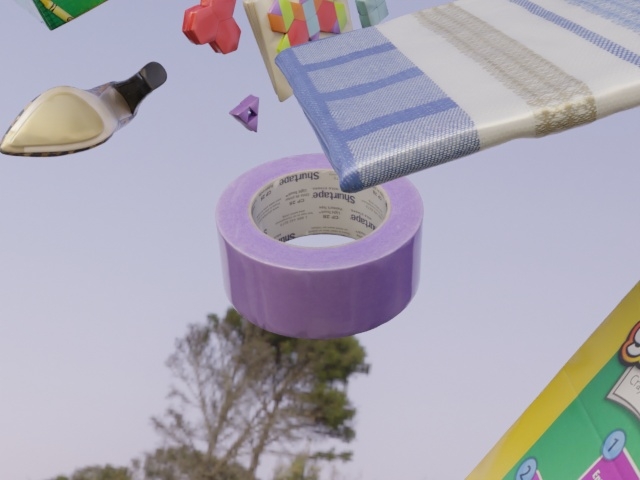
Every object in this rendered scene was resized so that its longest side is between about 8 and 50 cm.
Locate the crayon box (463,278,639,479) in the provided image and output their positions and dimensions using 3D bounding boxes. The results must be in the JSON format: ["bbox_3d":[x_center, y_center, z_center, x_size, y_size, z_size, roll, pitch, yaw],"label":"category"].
[{"bbox_3d":[0.161,0.209,0.414,0.106,0.363,0.313,33,-73,-13],"label":"crayon box"}]

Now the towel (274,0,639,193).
[{"bbox_3d":[0.127,-0.099,0.454,0.285,0.209,0.034,-17,-64,-4],"label":"towel"}]

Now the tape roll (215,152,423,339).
[{"bbox_3d":[0.000,0.000,0.830,0.189,0.189,0.080,4,-53,9],"label":"tape roll"}]

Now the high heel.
[{"bbox_3d":[-0.349,-0.159,1.250,0.186,0.261,0.093,-18,-76,54],"label":"high heel"}]

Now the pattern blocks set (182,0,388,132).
[{"bbox_3d":[-0.021,-0.275,1.121,0.026,0.325,0.285,14,-32,36],"label":"pattern blocks set"}]

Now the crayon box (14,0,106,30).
[{"bbox_3d":[-0.331,-0.371,1.172,0.278,0.165,0.081,38,-22,53],"label":"crayon box"}]
